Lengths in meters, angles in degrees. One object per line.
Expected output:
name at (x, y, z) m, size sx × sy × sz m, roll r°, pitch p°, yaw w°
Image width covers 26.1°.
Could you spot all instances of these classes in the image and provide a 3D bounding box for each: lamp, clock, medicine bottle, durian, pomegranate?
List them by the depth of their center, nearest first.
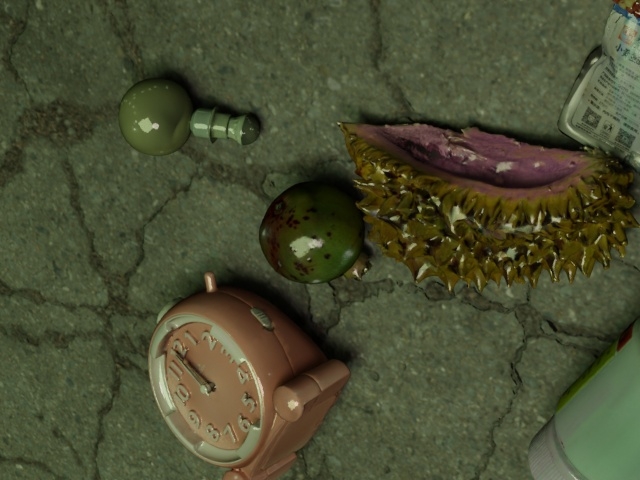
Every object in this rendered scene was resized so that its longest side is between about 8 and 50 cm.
medicine bottle at (0.325, 0.184, 1.429) m, size 0.139 × 0.139 × 0.225 m, roll 40°, pitch 129°, yaw 7°
durian at (0.162, -0.016, 1.437) m, size 0.341 × 0.112 × 0.191 m, roll 11°, pitch 120°, yaw 27°
pomegranate at (-0.007, -0.002, 1.547) m, size 0.130 × 0.130 × 0.130 m, roll 15°, pitch 122°, yaw 25°
lamp at (-0.149, -0.136, 1.593) m, size 0.163 × 0.091 × 0.091 m, roll 10°, pitch 121°, yaw 11°
clock at (-0.102, 0.161, 1.697) m, size 0.241 × 0.142 × 0.227 m, roll 43°, pitch 130°, yaw 17°

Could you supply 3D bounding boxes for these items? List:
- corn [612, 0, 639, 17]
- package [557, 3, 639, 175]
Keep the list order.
corn at (0.335, -0.218, 1.237) m, size 0.253 × 0.086 × 0.086 m, roll 32°, pitch 128°, yaw 17°
package at (0.329, -0.134, 1.325) m, size 0.171 × 0.027 × 0.173 m, roll 34°, pitch 128°, yaw 16°
